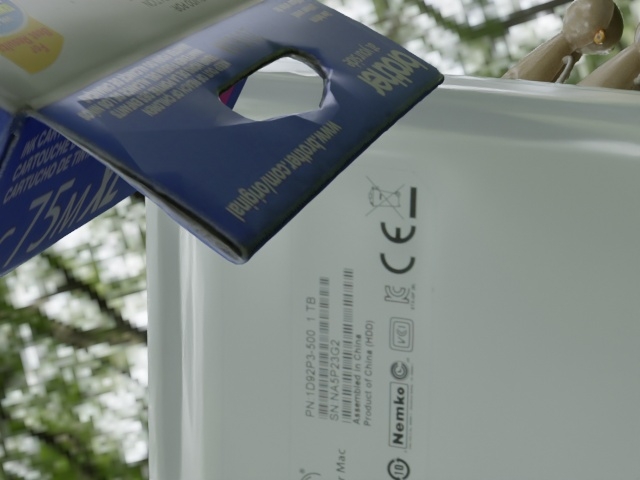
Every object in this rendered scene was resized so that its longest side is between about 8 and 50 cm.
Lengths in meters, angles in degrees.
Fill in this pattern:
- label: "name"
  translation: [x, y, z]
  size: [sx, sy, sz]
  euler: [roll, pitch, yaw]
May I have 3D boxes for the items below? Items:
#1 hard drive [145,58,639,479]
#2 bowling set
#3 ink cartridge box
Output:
- label: "hard drive"
  translation: [0.089, 0.051, 0.636]
  size: [0.040, 0.307, 0.203]
  euler: [-38, -48, -64]
- label: "bowling set"
  translation: [0.225, -0.044, 1.218]
  size: [0.200, 0.154, 0.287]
  euler: [38, -167, -21]
- label: "ink cartridge box"
  translation: [-0.133, -0.077, 0.467]
  size: [0.065, 0.311, 0.186]
  euler: [-65, -7, 20]
